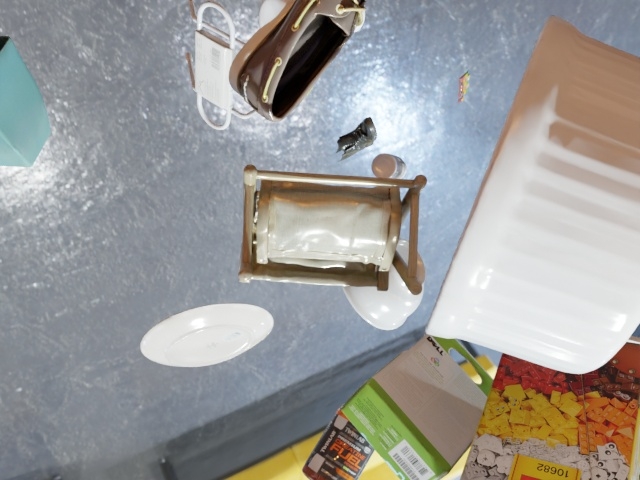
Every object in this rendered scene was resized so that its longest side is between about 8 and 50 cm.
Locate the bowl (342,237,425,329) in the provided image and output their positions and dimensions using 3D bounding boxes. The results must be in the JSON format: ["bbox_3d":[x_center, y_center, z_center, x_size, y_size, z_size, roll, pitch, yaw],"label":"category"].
[{"bbox_3d":[0.194,0.084,1.784,0.134,0.298,0.297,-30,154,37],"label":"bowl"}]

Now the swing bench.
[{"bbox_3d":[0.006,-0.008,0.988,0.253,0.165,0.254,4,176,-6],"label":"swing bench"}]

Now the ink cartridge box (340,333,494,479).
[{"bbox_3d":[0.190,0.283,1.141,0.255,0.189,0.097,-26,159,-48],"label":"ink cartridge box"}]

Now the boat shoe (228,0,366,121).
[{"bbox_3d":[0.005,-0.311,0.906,0.324,0.097,0.116,-48,151,11],"label":"boat shoe"}]

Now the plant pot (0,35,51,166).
[{"bbox_3d":[-0.663,-0.261,1.305,0.165,0.166,0.234,4,146,15],"label":"plant pot"}]

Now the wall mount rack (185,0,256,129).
[{"bbox_3d":[-0.267,-0.469,1.631,0.130,0.304,0.350,-42,157,-38],"label":"wall mount rack"}]

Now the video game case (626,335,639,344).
[{"bbox_3d":[0.748,0.286,1.638,0.019,0.157,0.143,-57,149,-40],"label":"video game case"}]

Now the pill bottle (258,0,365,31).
[{"bbox_3d":[-0.013,-0.460,1.341,0.215,0.117,0.117,-22,147,-36],"label":"pill bottle"}]

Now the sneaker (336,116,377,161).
[{"bbox_3d":[0.082,-0.239,1.549,0.089,0.051,0.170,-21,172,-4],"label":"sneaker"}]

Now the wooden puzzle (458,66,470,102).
[{"bbox_3d":[0.342,-0.371,1.546,0.049,0.006,0.083,-44,141,-38],"label":"wooden puzzle"}]

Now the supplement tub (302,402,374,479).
[{"bbox_3d":[0.055,0.395,1.274,0.198,0.106,0.106,-57,149,-14],"label":"supplement tub"}]

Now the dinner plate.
[{"bbox_3d":[-0.117,0.106,0.686,0.141,0.017,0.141,-14,150,-8],"label":"dinner plate"}]

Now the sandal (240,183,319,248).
[{"bbox_3d":[-0.131,-0.065,1.932,0.317,0.126,0.138,-44,157,18],"label":"sandal"}]

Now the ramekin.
[{"bbox_3d":[0.198,-0.027,0.537,0.277,0.135,0.277,21,90,-78],"label":"ramekin"}]

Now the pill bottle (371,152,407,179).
[{"bbox_3d":[0.207,-0.216,1.925,0.078,0.078,0.137,-45,166,18],"label":"pill bottle"}]

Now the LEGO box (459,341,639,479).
[{"bbox_3d":[0.354,0.439,0.969,0.372,0.193,0.500,-55,140,-41],"label":"LEGO box"}]
